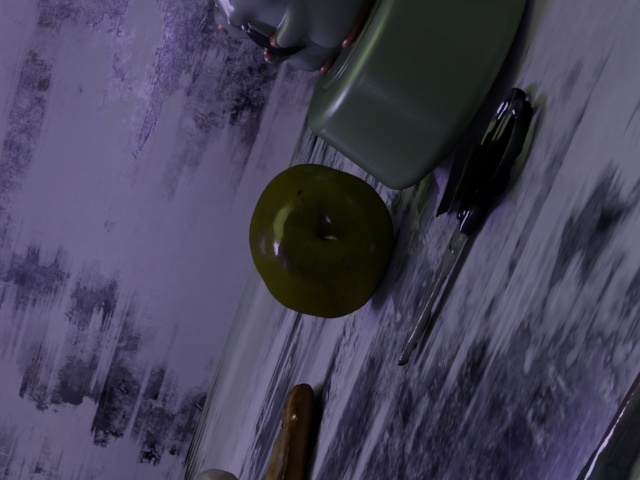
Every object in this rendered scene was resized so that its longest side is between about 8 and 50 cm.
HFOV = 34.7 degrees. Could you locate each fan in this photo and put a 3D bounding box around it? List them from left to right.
[{"bbox_3d":[0.139,0.161,0.579,0.057,0.023,0.282,-69,0,-67],"label":"fan"}]

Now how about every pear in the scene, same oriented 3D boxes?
[{"bbox_3d":[-0.001,0.001,1.282,0.198,0.198,0.198,-162,90,-82],"label":"pear"}]

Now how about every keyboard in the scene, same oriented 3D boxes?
[{"bbox_3d":[0.132,-0.058,0.990,0.196,0.015,0.074,16,-90,-87],"label":"keyboard"}]

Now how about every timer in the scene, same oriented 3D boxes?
[{"bbox_3d":[0.017,-0.245,1.100,0.291,0.315,0.291,-60,13,24],"label":"timer"}]

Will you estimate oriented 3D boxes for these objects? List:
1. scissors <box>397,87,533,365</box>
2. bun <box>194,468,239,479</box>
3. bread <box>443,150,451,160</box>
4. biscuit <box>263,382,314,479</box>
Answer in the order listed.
[{"bbox_3d":[0.132,-0.001,0.971,0.109,0.022,0.300,-82,11,-66],"label":"scissors"},{"bbox_3d":[-0.158,0.457,1.645,0.183,0.102,0.183,-166,90,-71],"label":"bun"},{"bbox_3d":[0.139,-0.124,1.159,0.110,0.024,0.110,-158,90,-81],"label":"bread"},{"bbox_3d":[-0.052,0.329,1.413,0.154,0.045,0.299,121,165,-63],"label":"biscuit"}]
